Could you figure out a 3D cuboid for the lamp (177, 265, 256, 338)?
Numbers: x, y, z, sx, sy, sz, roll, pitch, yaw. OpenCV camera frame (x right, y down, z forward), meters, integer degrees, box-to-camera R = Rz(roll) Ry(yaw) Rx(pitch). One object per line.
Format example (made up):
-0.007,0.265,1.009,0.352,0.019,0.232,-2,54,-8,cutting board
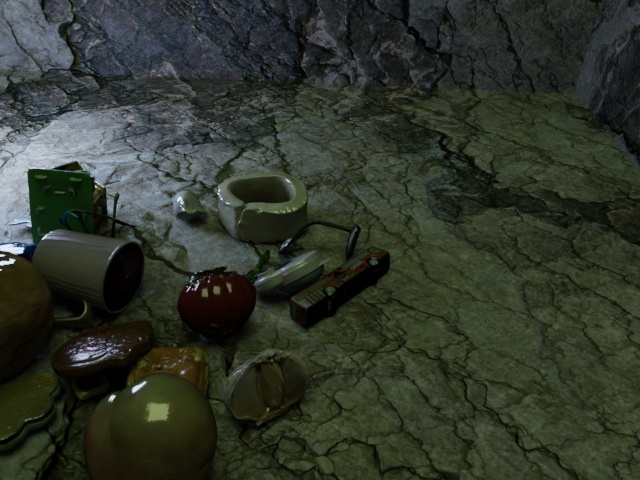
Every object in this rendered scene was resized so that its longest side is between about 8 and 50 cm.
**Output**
-0.296,0.183,1.692,0.226,0.227,0.227,2,36,-1,lamp

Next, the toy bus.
0.073,0.140,1.866,0.092,0.093,0.408,28,42,34,toy bus

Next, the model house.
-0.920,-0.158,2.052,0.340,0.300,0.324,5,25,-6,model house

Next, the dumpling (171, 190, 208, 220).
-0.487,-0.127,2.196,0.127,0.108,0.188,13,13,-31,dumpling

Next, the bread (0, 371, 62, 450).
-0.778,0.431,1.433,0.286,0.056,0.207,-14,36,-22,bread

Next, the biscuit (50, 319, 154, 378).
-0.580,0.283,1.572,0.257,0.049,0.273,-9,16,-3,biscuit

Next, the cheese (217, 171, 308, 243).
-0.213,-0.126,2.159,0.332,0.153,0.292,-5,36,-9,cheese

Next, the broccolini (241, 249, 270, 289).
-0.218,0.096,1.956,0.067,0.058,0.216,38,28,-11,broccolini

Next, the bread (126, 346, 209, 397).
-0.393,0.368,1.510,0.210,0.099,0.235,-3,35,-9,bread

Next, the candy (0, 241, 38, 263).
-0.934,0.043,1.825,0.187,0.077,0.331,2,-1,2,candy

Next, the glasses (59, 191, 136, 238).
-0.707,-0.047,1.913,0.207,0.239,0.102,-38,41,-10,glasses

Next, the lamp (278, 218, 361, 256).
-0.002,-0.007,1.976,0.283,0.125,0.203,1,4,-3,lamp

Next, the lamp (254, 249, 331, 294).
-0.088,0.113,1.855,0.246,0.108,0.179,-22,-1,-16,lamp

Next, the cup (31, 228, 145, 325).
-0.709,0.118,1.787,0.273,0.288,0.208,12,1,14,cup

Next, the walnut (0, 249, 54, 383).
-0.889,0.198,1.519,0.383,0.384,0.384,2,36,-1,walnut

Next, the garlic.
-0.146,0.352,1.499,0.229,0.178,0.143,-10,19,-24,garlic

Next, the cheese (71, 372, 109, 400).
-0.631,0.356,1.565,0.086,0.036,0.162,-22,43,-32,cheese

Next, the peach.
-0.367,0.443,1.278,0.292,0.247,0.292,-5,56,7,peach

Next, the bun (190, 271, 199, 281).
-0.378,0.135,1.880,0.083,0.045,0.083,0,38,0,bun
